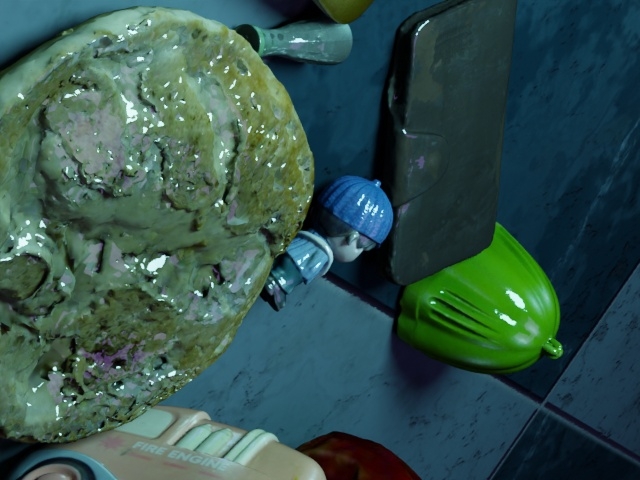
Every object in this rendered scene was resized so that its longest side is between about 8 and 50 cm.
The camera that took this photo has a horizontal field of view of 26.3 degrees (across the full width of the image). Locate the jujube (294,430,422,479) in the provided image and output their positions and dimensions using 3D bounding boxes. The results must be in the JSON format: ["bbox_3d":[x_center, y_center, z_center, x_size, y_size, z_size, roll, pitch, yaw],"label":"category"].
[{"bbox_3d":[-0.027,0.384,1.444,0.377,0.276,0.276,-40,148,5],"label":"jujube"}]

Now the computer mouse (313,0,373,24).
[{"bbox_3d":[0.007,-0.280,1.034,0.158,0.072,0.310,-54,147,-4],"label":"computer mouse"}]

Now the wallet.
[{"bbox_3d":[0.130,-0.100,1.373,0.165,0.042,0.309,-26,133,-37],"label":"wallet"}]

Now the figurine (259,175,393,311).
[{"bbox_3d":[0.000,0.000,1.292,0.149,0.086,0.087,-34,120,-12],"label":"figurine"}]

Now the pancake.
[{"bbox_3d":[-0.161,-0.004,1.055,0.387,0.082,0.387,-29,138,-30],"label":"pancake"}]

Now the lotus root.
[{"bbox_3d":[0.202,0.084,1.538,0.186,0.186,0.186,-33,142,-31],"label":"lotus root"}]

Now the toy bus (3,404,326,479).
[{"bbox_3d":[-0.122,0.246,1.184,0.232,0.287,0.194,-50,142,-47],"label":"toy bus"}]

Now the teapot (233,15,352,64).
[{"bbox_3d":[-0.025,-0.163,1.128,0.110,0.043,0.043,-11,128,-45],"label":"teapot"}]
